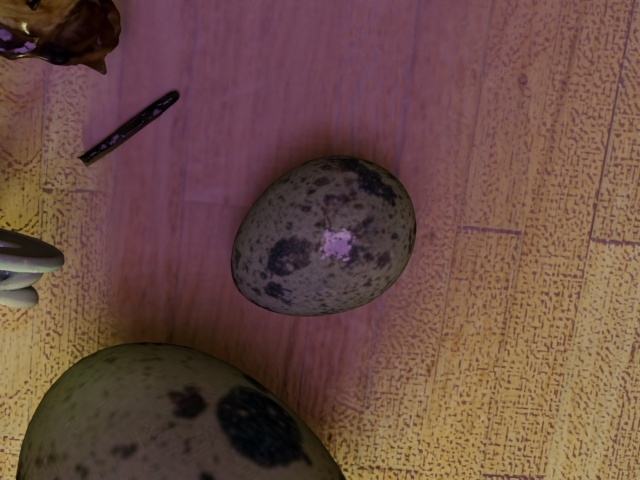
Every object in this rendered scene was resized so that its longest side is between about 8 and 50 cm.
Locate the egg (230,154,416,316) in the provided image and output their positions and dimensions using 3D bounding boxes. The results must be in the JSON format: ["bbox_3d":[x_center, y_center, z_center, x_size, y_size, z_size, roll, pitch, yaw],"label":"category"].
[{"bbox_3d":[0.000,0.000,1.102,0.172,0.132,0.132,-27,108,16],"label":"egg"}]

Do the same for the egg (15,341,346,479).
[{"bbox_3d":[-0.106,0.263,1.102,0.287,0.287,0.379,-19,107,3],"label":"egg"}]

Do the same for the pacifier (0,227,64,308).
[{"bbox_3d":[-0.324,-0.063,1.021,0.299,0.244,0.233,17,98,24],"label":"pacifier"}]

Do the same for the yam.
[{"bbox_3d":[-0.167,-0.097,1.123,0.107,0.014,0.014,-34,106,7],"label":"yam"}]

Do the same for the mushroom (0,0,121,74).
[{"bbox_3d":[-0.190,-0.333,0.894,0.331,0.334,0.356,41,85,-10],"label":"mushroom"}]
